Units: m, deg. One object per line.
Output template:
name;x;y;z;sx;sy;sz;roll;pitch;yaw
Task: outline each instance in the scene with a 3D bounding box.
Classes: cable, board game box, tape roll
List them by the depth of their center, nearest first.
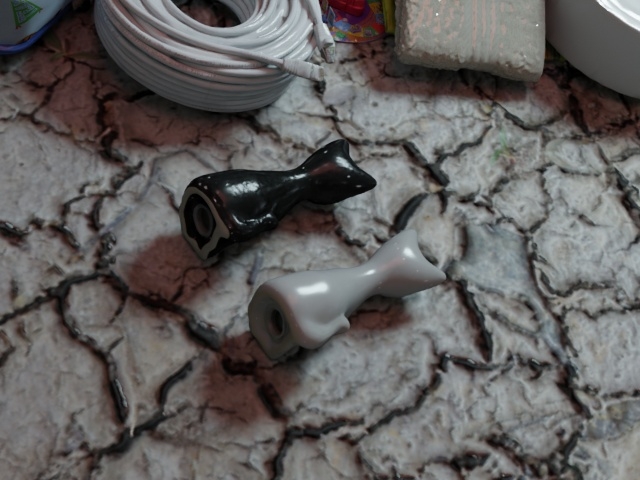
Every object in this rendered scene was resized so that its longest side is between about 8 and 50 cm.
cable;-0.125;-0.261;1.425;0.257;0.089;0.257;3;55;-19
board game box;0.030;-0.314;1.545;0.133;0.033;0.169;-17;63;-24
tape roll;0.403;-0.313;1.589;0.286;0.100;0.286;10;54;-14

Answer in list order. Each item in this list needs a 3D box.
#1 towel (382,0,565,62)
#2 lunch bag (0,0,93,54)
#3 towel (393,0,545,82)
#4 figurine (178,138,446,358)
towel;0.188;-0.276;1.557;0.237;0.021;0.102;7;54;-17
lunch bag;-0.387;-0.341;1.404;0.303;0.115;0.243;27;49;3
towel;0.177;-0.333;1.518;0.187;0.049;0.282;6;80;-15
figurine;0.000;0.000;1.296;0.209;0.092;0.215;-23;66;-32
